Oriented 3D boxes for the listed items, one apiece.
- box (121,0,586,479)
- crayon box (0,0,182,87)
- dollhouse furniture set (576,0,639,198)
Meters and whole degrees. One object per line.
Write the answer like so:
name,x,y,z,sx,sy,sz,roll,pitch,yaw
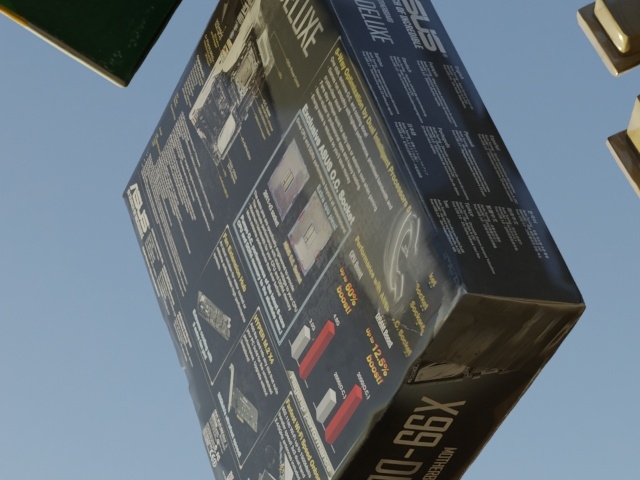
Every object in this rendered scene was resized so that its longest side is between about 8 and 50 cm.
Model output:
box,0.000,0.000,1.010,0.076,0.307,0.242,6,-47,-30
crayon box,-0.240,-0.221,1.047,0.323,0.203,0.083,30,-83,-26
dollhouse furniture set,0.241,-0.209,1.148,0.303,0.355,0.174,-26,-22,-8
